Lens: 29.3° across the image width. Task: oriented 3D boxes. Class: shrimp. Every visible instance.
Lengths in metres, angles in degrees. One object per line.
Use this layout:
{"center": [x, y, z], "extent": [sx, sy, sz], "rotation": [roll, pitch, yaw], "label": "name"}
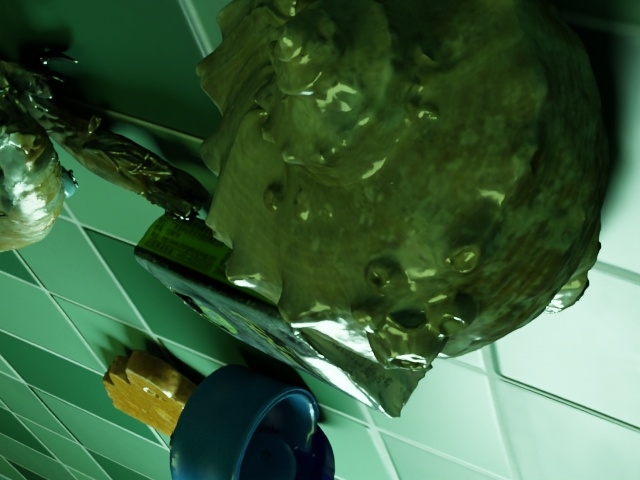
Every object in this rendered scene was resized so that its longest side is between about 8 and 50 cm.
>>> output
{"center": [-0.186, -0.094, 1.037], "extent": [0.219, 0.046, 0.152], "rotation": [32, 162, 24], "label": "shrimp"}
{"center": [-0.334, -0.050, 1.099], "extent": [0.287, 0.068, 0.185], "rotation": [-5, 144, 28], "label": "shrimp"}

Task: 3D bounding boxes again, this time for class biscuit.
{"center": [-0.199, 0.228, 1.683], "extent": [0.306, 0.043, 0.284], "rotation": [3, 144, 51], "label": "biscuit"}

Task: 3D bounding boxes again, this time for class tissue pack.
{"center": [-0.036, 0.060, 1.082], "extent": [0.235, 0.073, 0.173], "rotation": [21, 163, 46], "label": "tissue pack"}

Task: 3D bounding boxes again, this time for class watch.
{"center": [-0.089, 0.248, 1.416], "extent": [0.171, 0.196, 0.200], "rotation": [7, 155, 26], "label": "watch"}

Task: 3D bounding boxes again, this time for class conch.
{"center": [0.037, -0.024, 0.745], "extent": [0.297, 0.210, 0.352], "rotation": [31, 159, 39], "label": "conch"}

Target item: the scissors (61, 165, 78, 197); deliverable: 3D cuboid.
{"center": [-0.345, -0.173, 1.056], "extent": [0.180, 0.032, 0.393], "rotation": [18, 152, 54], "label": "scissors"}
